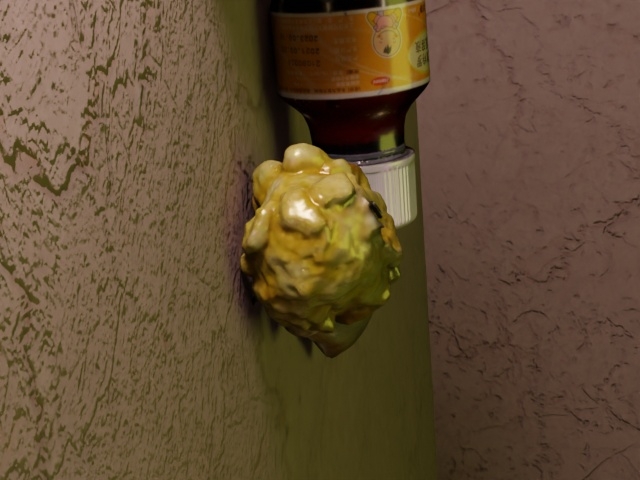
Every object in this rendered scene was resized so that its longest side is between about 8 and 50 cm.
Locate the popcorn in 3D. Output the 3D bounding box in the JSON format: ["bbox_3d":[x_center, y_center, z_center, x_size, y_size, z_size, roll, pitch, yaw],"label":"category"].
[{"bbox_3d":[0.000,0.000,2.110,0.286,0.215,0.252,51,45,-65],"label":"popcorn"}]

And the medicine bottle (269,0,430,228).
[{"bbox_3d":[0.054,-0.214,2.314,0.242,0.242,0.395,-62,148,-67],"label":"medicine bottle"}]

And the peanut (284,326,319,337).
[{"bbox_3d":[0.007,0.061,2.306,0.228,0.104,0.085,-56,135,-43],"label":"peanut"}]

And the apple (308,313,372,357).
[{"bbox_3d":[0.022,0.044,2.445,0.193,0.120,0.265,29,57,-63],"label":"apple"}]
